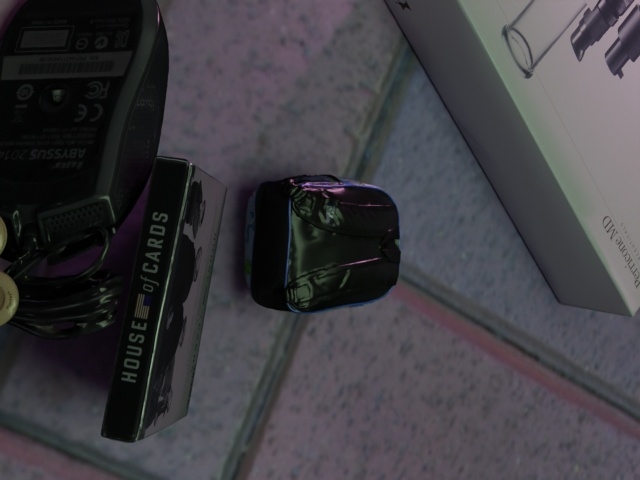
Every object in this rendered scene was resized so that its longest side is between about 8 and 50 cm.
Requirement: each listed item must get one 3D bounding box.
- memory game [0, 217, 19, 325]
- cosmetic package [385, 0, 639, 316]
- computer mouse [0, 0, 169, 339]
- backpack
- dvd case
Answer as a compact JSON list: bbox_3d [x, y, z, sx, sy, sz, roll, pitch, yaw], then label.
[{"bbox_3d":[-0.274,0.032,1.111,0.012,0.186,0.186,44,60,-81],"label":"memory game"},{"bbox_3d":[0.239,-0.166,1.581,0.284,0.097,0.377,-49,125,-23],"label":"cosmetic package"},{"bbox_3d":[-0.173,-0.054,1.198,0.072,0.188,0.272,54,46,-55],"label":"computer mouse"},{"bbox_3d":[0.000,0.000,1.392,0.114,0.084,0.105,-3,99,-37],"label":"backpack"},{"bbox_3d":[-0.102,0.040,1.240,0.029,0.239,0.179,10,88,2],"label":"dvd case"}]
